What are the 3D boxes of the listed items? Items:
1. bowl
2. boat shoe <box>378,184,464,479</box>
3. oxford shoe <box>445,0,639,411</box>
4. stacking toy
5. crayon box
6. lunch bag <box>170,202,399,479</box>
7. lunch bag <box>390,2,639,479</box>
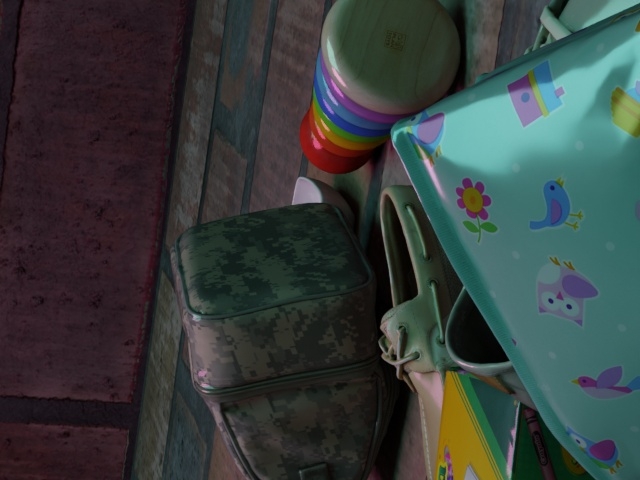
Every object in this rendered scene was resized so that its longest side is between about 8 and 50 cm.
[{"bbox_3d":[0.000,0.000,2.015,0.142,0.053,0.142,-133,51,-72],"label":"bowl"},{"bbox_3d":[0.098,0.089,1.527,0.109,0.098,0.302,126,147,-62],"label":"boat shoe"},{"bbox_3d":[0.180,-0.083,1.066,0.169,0.130,0.449,-110,31,-64],"label":"oxford shoe"},{"bbox_3d":[0.042,-0.148,1.795,0.330,0.141,0.141,122,150,-70],"label":"stacking toy"},{"bbox_3d":[0.147,0.247,1.318,0.165,0.081,0.278,-173,89,-75],"label":"crayon box"},{"bbox_3d":[-0.039,0.124,1.815,0.305,0.212,0.256,-117,19,-69],"label":"lunch bag"},{"bbox_3d":[0.202,0.003,0.906,0.223,0.160,0.262,-23,95,38],"label":"lunch bag"}]
